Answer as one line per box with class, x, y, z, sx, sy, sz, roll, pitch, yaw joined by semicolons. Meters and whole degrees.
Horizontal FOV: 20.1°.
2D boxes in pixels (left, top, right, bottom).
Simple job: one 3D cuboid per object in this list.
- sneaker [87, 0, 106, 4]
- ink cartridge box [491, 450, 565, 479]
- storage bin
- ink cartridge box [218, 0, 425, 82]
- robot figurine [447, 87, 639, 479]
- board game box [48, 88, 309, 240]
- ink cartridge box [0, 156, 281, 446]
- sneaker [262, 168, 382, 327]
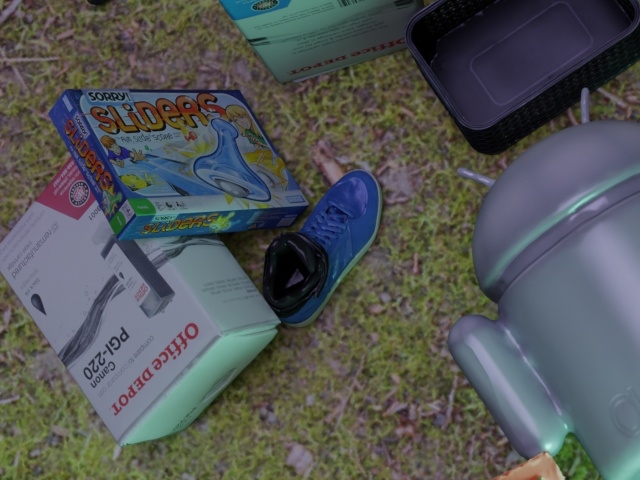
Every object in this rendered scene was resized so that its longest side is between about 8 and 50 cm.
sneaker;-0.204;-0.259;1.687;0.035;0.031;0.083;13;76;29
ink cartridge box;0.152;0.304;1.396;0.189;0.066;0.232;-30;117;5
storage bin;0.177;-0.173;1.550;0.180;0.084;0.122;-34;73;4
ink cartridge box;0.001;-0.222;1.539;0.148;0.203;0.086;-15;72;8
robot figurine;0.253;0.051;1.421;0.300;0.200;0.353;-29;73;-10
board game box;-0.118;-0.068;1.533;0.035;0.201;0.136;-48;63;34
ink cartridge box;-0.160;0.043;1.546;0.158;0.092;0.218;-47;72;28
sneaker;0.001;0.001;1.549;0.058;0.084;0.152;31;85;17
